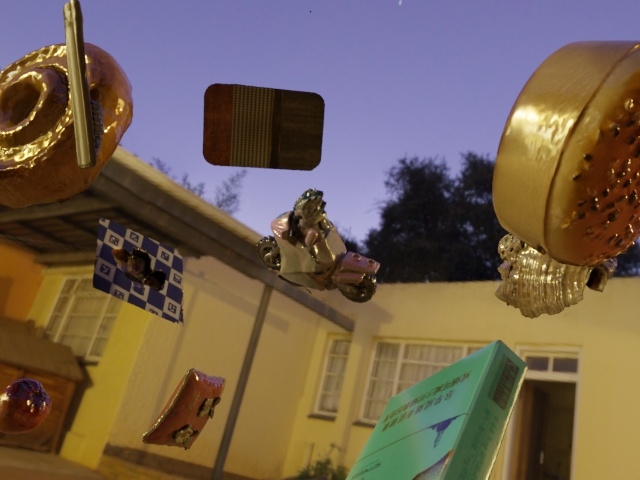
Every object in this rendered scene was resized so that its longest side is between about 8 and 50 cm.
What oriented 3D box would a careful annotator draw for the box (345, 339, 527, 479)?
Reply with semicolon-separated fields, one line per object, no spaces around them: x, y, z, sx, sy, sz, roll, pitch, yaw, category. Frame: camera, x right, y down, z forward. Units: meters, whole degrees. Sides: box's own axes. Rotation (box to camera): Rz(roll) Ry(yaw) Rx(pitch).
0.066;0.192;0.454;0.041;0.229;0.162;43;-45;-1;box

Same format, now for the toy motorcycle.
-0.002;0.003;1.058;0.239;0.108;0.204;11;-55;2;toy motorcycle

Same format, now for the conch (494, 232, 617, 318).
0.366;0.044;0.916;0.163;0.178;0.245;28;7;-10;conch

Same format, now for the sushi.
-0.372;0.069;1.180;0.040;0.193;0.210;-34;-44;26;sushi

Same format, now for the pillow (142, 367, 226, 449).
-0.281;0.369;1.263;0.075;0.179;0.171;27;-10;27;pillow

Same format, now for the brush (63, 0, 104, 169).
-0.268;-0.177;0.667;0.034;0.190;0.027;-8;-1;38;brush

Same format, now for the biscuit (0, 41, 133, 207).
-0.434;-0.190;0.909;0.296;0.296;0.102;4;-26;23;biscuit

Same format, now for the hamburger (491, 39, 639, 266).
0.351;-0.107;0.734;0.176;0.300;0.300;31;-10;35;hamburger

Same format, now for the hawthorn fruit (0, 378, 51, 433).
-0.410;0.228;0.797;0.077;0.077;0.077;12;-22;5;hawthorn fruit

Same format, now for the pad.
-0.104;-0.300;1.162;0.250;0.055;0.323;1;-58;-12;pad
